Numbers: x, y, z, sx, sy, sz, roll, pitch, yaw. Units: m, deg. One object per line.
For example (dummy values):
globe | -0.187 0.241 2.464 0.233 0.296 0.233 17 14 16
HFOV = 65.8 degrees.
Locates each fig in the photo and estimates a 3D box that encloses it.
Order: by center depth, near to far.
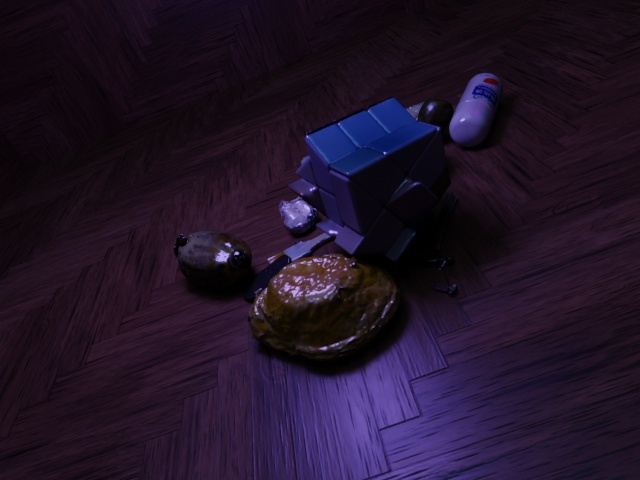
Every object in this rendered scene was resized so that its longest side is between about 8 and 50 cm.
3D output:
fig | 0.373 -0.395 1.678 0.117 0.177 0.117 20 26 -10

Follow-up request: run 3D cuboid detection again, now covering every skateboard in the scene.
skateboard | 0.273 0.084 1.126 0.064 0.083 0.032 12 47 43

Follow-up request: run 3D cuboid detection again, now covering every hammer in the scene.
hammer | 0.323 -0.037 1.320 0.125 0.027 0.297 4 42 28

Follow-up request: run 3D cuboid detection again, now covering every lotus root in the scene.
lotus root | -0.307 0.056 1.454 0.309 0.173 0.173 12 46 42

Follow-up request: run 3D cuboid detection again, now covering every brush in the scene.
brush | 0.000 0.000 1.468 0.337 0.020 0.085 -27 33 -8

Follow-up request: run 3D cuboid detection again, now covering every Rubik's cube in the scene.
Rubik's cube | 0.145 -0.148 1.269 0.387 0.368 0.358 -27 34 -17

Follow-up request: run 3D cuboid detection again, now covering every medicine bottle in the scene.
medicine bottle | 0.525 -0.437 1.671 0.130 0.130 0.341 1 40 32

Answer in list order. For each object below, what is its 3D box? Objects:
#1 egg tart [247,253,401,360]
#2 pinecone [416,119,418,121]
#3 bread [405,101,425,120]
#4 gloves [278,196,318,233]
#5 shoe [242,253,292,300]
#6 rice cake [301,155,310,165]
egg tart | 0.011 0.124 1.172 0.352 0.153 0.339 17 46 42
pinecone | 0.242 -0.281 1.547 0.273 0.224 0.224 6 41 19
bread | 0.369 -0.450 1.831 0.128 0.088 0.232 -11 27 2
gloves | -0.067 -0.080 1.577 0.114 0.070 0.153 -20 39 -10
shoe | -0.137 0.112 1.362 0.179 0.049 0.071 -40 41 15
rice cake | 0.028 -0.311 1.875 0.211 0.038 0.124 -22 34 3
